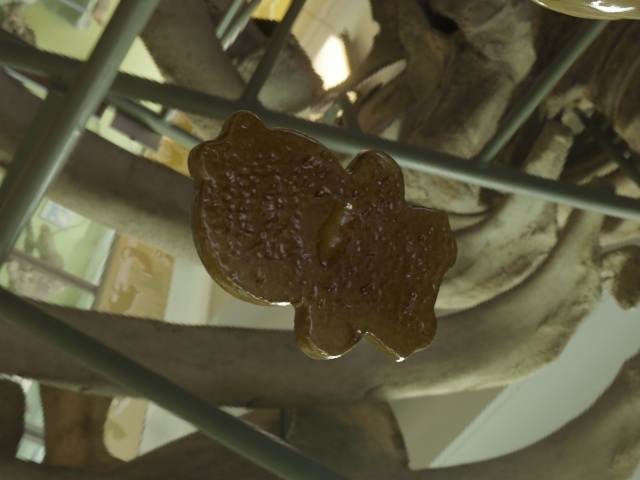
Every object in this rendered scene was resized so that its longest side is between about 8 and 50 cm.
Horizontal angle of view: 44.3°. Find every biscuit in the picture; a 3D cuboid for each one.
[{"bbox_3d":[0.000,0.000,0.576,0.036,0.225,0.166,-8,-118,63],"label":"biscuit"}]

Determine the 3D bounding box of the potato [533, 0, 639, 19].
[{"bbox_3d":[0.146,-0.156,0.342,0.178,0.109,0.118,23,-93,42],"label":"potato"}]
